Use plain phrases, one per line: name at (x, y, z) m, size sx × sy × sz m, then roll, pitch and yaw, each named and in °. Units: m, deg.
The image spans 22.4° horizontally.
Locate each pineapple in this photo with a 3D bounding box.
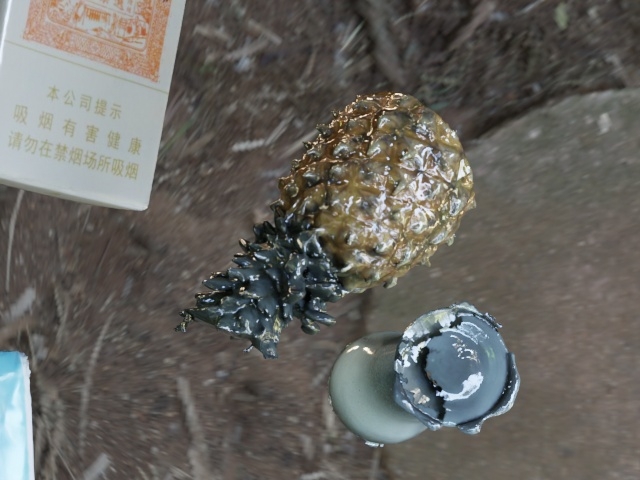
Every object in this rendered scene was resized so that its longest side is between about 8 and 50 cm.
pineapple at (0.000, 0.000, 1.376) m, size 0.279 × 0.158 × 0.158 m, roll -42°, pitch 93°, yaw -21°

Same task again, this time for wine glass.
wine glass at (0.052, 0.079, 0.904) m, size 0.072 × 0.155 × 0.072 m, roll 2°, pitch 80°, yaw -12°

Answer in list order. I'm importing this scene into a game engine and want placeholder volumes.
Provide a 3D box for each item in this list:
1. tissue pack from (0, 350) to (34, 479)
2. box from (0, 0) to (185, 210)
tissue pack at (-0.272, 0.155, 0.750) m, size 0.271 × 0.124 × 0.201 m, roll -1°, pitch 80°, yaw -26°
box at (-0.148, -0.126, 0.940) m, size 0.141 × 0.058 × 0.201 m, roll 16°, pitch 83°, yaw -50°
